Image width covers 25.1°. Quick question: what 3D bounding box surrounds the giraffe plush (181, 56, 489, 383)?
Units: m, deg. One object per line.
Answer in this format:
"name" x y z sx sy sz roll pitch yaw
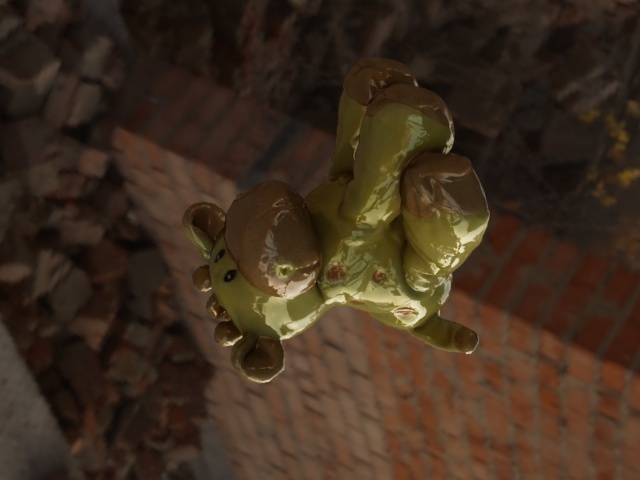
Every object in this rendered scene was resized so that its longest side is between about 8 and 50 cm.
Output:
"giraffe plush" 0.000 0.000 0.960 0.171 0.181 0.210 -13 123 -14
